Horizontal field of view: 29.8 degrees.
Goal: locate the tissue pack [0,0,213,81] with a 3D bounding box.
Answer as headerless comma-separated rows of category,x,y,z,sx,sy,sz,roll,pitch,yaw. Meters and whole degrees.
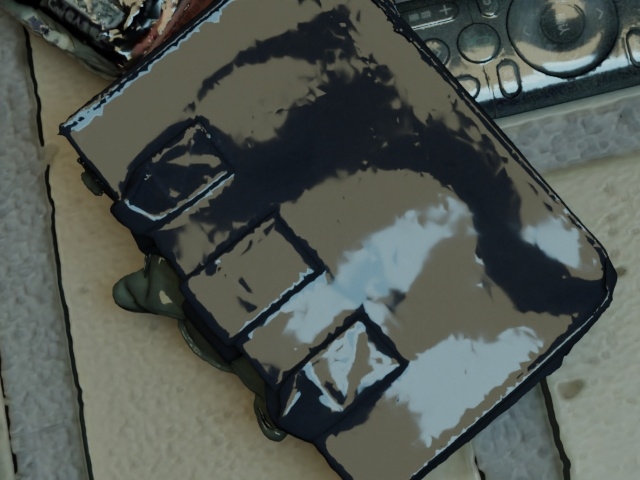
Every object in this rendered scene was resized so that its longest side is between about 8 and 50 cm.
tissue pack,-0.123,-0.291,0.901,0.245,0.123,0.332,33,86,15

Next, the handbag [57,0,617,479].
handbag,0.000,0.000,0.804,0.269,0.118,0.325,-38,81,-7

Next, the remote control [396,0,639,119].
remote control,0.096,-0.134,0.891,0.378,0.044,0.107,-13,81,2
